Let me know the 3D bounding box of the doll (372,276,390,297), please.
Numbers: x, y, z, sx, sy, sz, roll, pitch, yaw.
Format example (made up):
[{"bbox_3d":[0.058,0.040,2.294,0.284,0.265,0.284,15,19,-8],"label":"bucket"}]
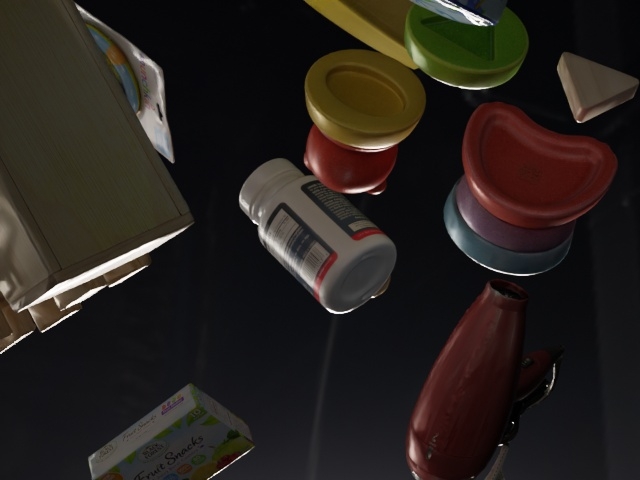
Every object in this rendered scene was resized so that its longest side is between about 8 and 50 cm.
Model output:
[{"bbox_3d":[0.000,0.000,1.821,0.189,0.129,0.046,49,-35,26],"label":"doll"}]

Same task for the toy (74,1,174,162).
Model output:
[{"bbox_3d":[-0.249,-0.176,1.502,0.237,0.056,0.137,41,-27,28],"label":"toy"}]

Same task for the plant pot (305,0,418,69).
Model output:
[{"bbox_3d":[0.124,-0.354,2.017,0.212,0.187,0.212,-46,-173,-2],"label":"plant pot"}]

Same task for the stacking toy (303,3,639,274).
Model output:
[{"bbox_3d":[0.154,-0.106,1.502,0.279,0.309,0.130,-47,161,-39],"label":"stacking toy"}]

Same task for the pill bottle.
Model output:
[{"bbox_3d":[-0.008,-0.011,1.679,0.180,0.108,0.108,45,-54,29],"label":"pill bottle"}]

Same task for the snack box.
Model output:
[{"bbox_3d":[-0.154,0.219,1.514,0.141,0.100,0.037,-37,-139,13],"label":"snack box"}]

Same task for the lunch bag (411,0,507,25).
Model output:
[{"bbox_3d":[0.046,-0.250,1.127,0.219,0.176,0.090,36,-78,48],"label":"lunch bag"}]

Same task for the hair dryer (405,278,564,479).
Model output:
[{"bbox_3d":[0.146,0.131,1.300,0.224,0.080,0.293,-58,161,-27],"label":"hair dryer"}]

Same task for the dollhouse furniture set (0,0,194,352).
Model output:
[{"bbox_3d":[-0.334,-0.030,1.267,0.394,0.362,0.256,-30,-92,43],"label":"dollhouse furniture set"}]
